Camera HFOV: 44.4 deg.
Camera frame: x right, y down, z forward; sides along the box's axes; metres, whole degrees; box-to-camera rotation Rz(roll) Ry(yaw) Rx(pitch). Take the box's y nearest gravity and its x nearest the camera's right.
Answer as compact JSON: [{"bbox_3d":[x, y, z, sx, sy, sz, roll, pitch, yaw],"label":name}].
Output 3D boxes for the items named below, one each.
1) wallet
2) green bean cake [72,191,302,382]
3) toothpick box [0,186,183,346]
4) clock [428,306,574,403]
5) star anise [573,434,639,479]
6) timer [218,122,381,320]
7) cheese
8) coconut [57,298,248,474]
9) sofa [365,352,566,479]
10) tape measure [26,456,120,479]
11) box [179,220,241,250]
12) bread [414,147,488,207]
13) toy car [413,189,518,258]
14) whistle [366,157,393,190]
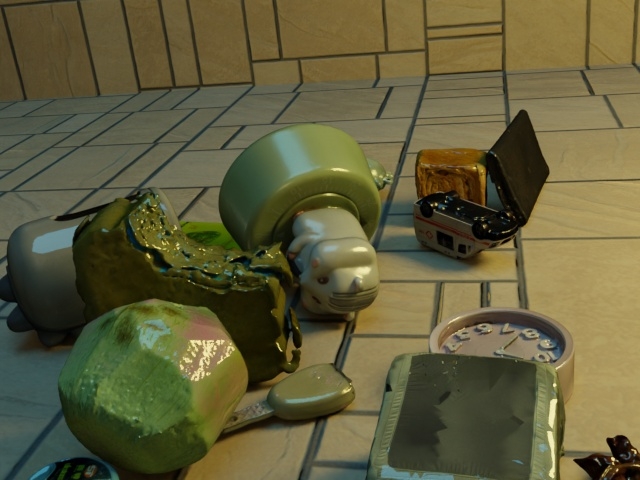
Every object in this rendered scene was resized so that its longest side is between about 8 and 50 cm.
[{"bbox_3d":[0.427,-0.162,1.687,0.044,0.170,0.321,-20,14,31],"label":"wallet"},{"bbox_3d":[-0.190,0.063,1.176,0.310,0.284,0.202,-5,19,-1],"label":"green bean cake"},{"bbox_3d":[-0.396,0.054,1.364,0.317,0.228,0.229,-18,26,-20],"label":"toothpick box"},{"bbox_3d":[0.250,0.167,1.089,0.197,0.068,0.197,-5,24,2],"label":"clock"},{"bbox_3d":[0.360,0.265,0.856,0.168,0.057,0.168,3,21,-1],"label":"star anise"},{"bbox_3d":[0.000,0.000,1.353,0.291,0.290,0.315,-13,45,-15],"label":"timer"},{"bbox_3d":[-0.052,0.222,1.076,0.192,0.037,0.097,-15,24,-21],"label":"cheese"},{"bbox_3d":[-0.202,0.173,0.999,0.236,0.204,0.235,-21,34,15],"label":"coconut"},{"bbox_3d":[0.160,0.249,0.849,0.210,0.176,0.225,0,38,15],"label":"sofa"},{"bbox_3d":[-0.288,0.306,0.891,0.146,0.080,0.125,-3,27,6],"label":"tape measure"},{"bbox_3d":[-0.269,0.015,1.597,0.335,0.047,0.187,3,25,22],"label":"box"},{"bbox_3d":[0.275,-0.112,1.638,0.158,0.149,0.143,3,27,7],"label":"bread"},{"bbox_3d":[0.270,-0.018,1.470,0.089,0.108,0.210,-22,32,-36],"label":"toy car"},{"bbox_3d":[0.056,-0.157,1.841,0.253,0.105,0.102,15,0,27],"label":"whistle"}]
